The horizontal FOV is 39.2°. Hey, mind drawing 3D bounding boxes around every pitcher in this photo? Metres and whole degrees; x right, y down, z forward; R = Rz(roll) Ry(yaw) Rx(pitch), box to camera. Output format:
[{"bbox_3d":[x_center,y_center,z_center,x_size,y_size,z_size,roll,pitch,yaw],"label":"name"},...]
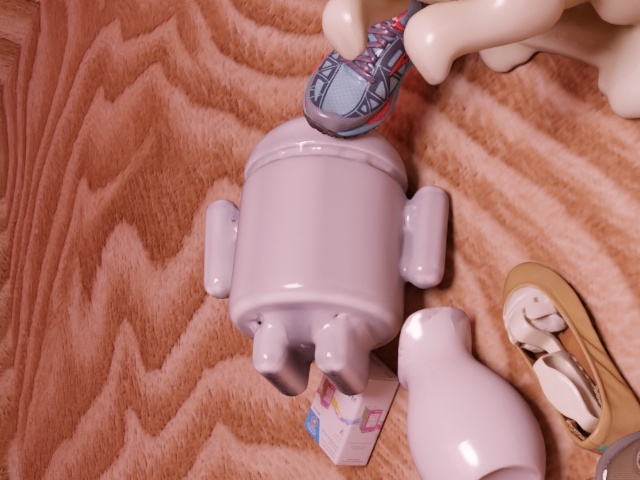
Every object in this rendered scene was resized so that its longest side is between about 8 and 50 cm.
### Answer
[{"bbox_3d":[0.139,0.197,0.915,0.207,0.125,0.178,-113,24,-53],"label":"pitcher"}]

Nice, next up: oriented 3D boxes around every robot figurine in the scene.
[{"bbox_3d":[0.000,0.000,1.058,0.300,0.200,0.353,-1,64,13],"label":"robot figurine"}]

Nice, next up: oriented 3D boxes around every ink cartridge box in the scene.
[{"bbox_3d":[0.037,0.200,1.106,0.088,0.052,0.122,39,113,53],"label":"ink cartridge box"}]

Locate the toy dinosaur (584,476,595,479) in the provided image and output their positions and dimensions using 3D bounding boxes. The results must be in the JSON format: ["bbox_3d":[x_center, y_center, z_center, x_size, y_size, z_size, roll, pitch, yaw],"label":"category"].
[{"bbox_3d":[0.269,0.260,0.671,0.295,0.127,0.200,-27,73,7],"label":"toy dinosaur"}]

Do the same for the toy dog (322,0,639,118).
[{"bbox_3d":[0.141,-0.315,0.767,0.284,0.408,0.395,50,123,48],"label":"toy dog"}]

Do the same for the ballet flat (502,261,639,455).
[{"bbox_3d":[0.220,0.100,0.842,0.080,0.073,0.232,-59,39,28],"label":"ballet flat"}]

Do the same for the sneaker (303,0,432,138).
[{"bbox_3d":[0.066,-0.231,1.004,0.262,0.104,0.125,-52,-16,-20],"label":"sneaker"}]

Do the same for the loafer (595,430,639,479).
[{"bbox_3d":[0.309,0.136,0.584,0.087,0.251,0.094,55,-168,-80],"label":"loafer"}]
